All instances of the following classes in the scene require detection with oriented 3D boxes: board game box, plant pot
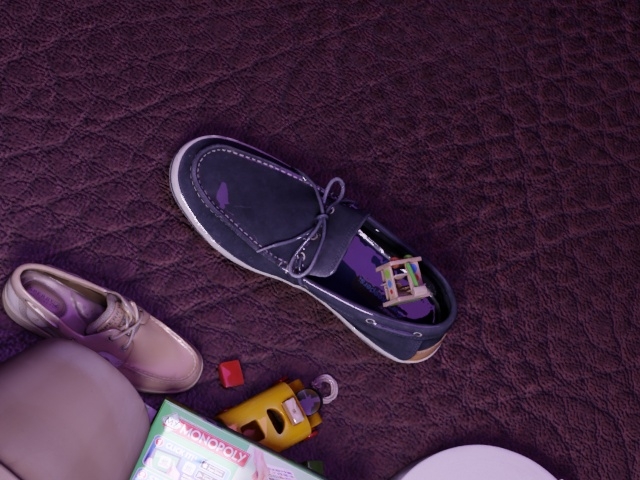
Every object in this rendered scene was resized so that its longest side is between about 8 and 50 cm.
[{"bbox_3d":[-0.118,0.376,1.691,0.317,0.046,0.214,28,87,-6],"label":"board game box"},{"bbox_3d":[-0.368,0.280,1.556,0.323,0.323,0.280,42,51,-4],"label":"plant pot"}]

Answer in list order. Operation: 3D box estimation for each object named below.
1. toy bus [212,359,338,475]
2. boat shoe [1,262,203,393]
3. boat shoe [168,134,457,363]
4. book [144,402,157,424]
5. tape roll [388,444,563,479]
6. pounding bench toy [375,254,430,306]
[{"bbox_3d":[-0.060,0.254,1.792,0.191,0.104,0.202,20,66,-15],"label":"toy bus"},{"bbox_3d":[-0.295,0.121,1.743,0.302,0.098,0.109,30,64,-11],"label":"boat shoe"},{"bbox_3d":[0.000,0.000,1.879,0.500,0.156,0.187,37,64,-6],"label":"boat shoe"},{"bbox_3d":[-0.308,0.242,1.735,0.144,0.035,0.096,35,66,-8],"label":"book"},{"bbox_3d":[0.235,0.495,1.851,0.392,0.072,0.392,8,69,-20],"label":"tape roll"},{"bbox_3d":[0.122,0.052,1.779,0.052,0.083,0.065,-9,82,-24],"label":"pounding bench toy"}]
